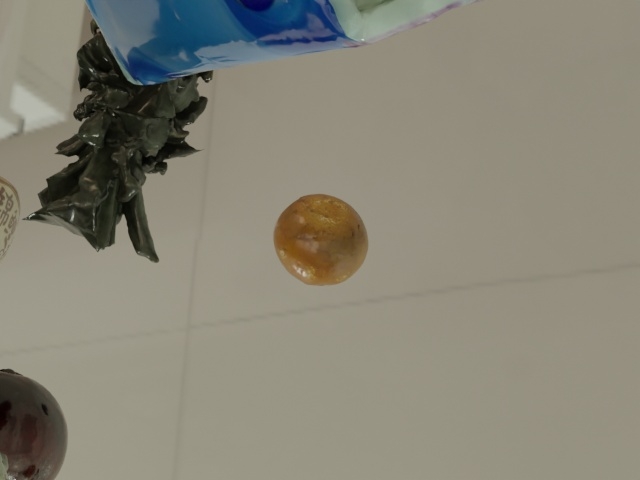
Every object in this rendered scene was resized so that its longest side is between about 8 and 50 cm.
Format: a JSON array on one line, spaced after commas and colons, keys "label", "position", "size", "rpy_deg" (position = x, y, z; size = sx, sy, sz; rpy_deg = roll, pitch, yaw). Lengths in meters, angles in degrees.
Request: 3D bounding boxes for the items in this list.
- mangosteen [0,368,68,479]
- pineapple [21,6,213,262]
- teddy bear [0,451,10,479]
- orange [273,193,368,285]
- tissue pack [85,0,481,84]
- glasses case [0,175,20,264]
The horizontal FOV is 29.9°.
[{"label": "mangosteen", "position": [-0.254, 0.163, 0.892], "size": [0.140, 0.140, 0.140], "rpy_deg": [3, 157, 1]}, {"label": "pineapple", "position": [-0.113, -0.115, 0.772], "size": [0.128, 0.248, 0.128], "rpy_deg": [18, -179, 0]}, {"label": "teddy bear", "position": [-0.332, 0.067, 0.659], "size": [0.362, 0.327, 0.375], "rpy_deg": [33, 149, 59]}, {"label": "orange", "position": [0.000, 0.000, 1.031], "size": [0.083, 0.083, 0.070], "rpy_deg": [8, 132, -11]}, {"label": "tissue pack", "position": [-0.028, -0.180, 0.500], "size": [0.146, 0.198, 0.263], "rpy_deg": [-29, -164, -22]}, {"label": "glasses case", "position": [-0.359, 0.060, 0.973], "size": [0.082, 0.321, 0.122], "rpy_deg": [32, 141, 8]}]
